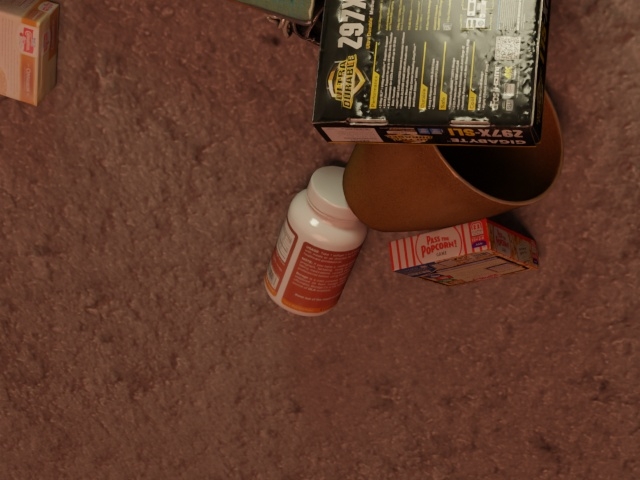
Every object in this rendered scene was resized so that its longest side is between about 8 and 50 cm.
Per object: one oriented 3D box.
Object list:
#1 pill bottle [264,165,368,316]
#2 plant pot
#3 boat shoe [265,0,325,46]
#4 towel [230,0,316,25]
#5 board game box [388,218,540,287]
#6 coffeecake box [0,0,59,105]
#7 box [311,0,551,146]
[{"bbox_3d":[0.000,0.000,1.744,0.121,0.121,0.216,23,130,1],"label":"pill bottle"},{"bbox_3d":[0.146,-0.108,1.561,0.237,0.237,0.254,40,141,-13],"label":"plant pot"},{"bbox_3d":[-0.015,-0.304,1.524,0.306,0.105,0.113,31,130,-6],"label":"boat shoe"},{"bbox_3d":[-0.149,-0.439,1.446,0.370,0.040,0.271,20,119,19],"label":"towel"},{"bbox_3d":[0.204,0.022,1.661,0.146,0.045,0.193,-14,164,27],"label":"board game box"},{"bbox_3d":[-0.478,-0.293,1.718,0.185,0.068,0.142,18,130,5],"label":"coffeecake box"},{"bbox_3d":[0.136,-0.274,1.379,0.257,0.322,0.079,2,169,19],"label":"box"}]
